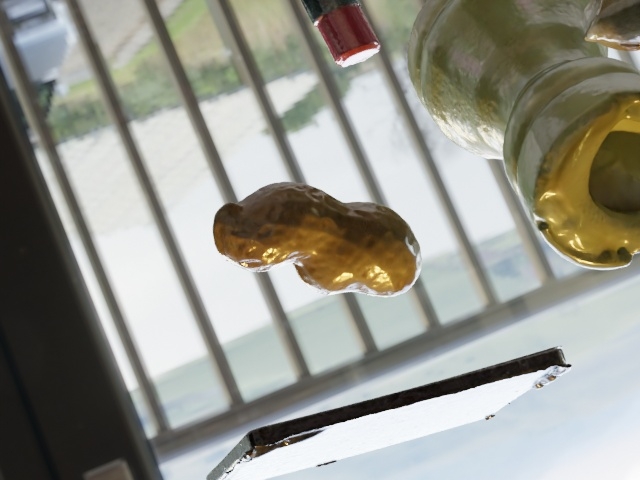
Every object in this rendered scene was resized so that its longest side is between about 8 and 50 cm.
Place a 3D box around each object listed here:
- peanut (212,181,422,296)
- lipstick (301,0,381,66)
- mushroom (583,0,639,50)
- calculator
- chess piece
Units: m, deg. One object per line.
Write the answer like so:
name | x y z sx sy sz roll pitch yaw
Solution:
peanut | 0.000 0.000 1.370 0.227 0.104 0.085 17 -167 -23
lipstick | -0.015 -0.206 0.899 0.053 0.234 0.053 -20 150 -12
mushroom | 0.301 -0.206 1.150 0.071 0.084 0.209 -8 176 -44
calculator | 0.046 0.138 1.032 0.261 0.021 0.161 -11 162 -22
chess piece | 0.247 -0.141 1.466 0.234 0.234 0.442 -23 -152 2
